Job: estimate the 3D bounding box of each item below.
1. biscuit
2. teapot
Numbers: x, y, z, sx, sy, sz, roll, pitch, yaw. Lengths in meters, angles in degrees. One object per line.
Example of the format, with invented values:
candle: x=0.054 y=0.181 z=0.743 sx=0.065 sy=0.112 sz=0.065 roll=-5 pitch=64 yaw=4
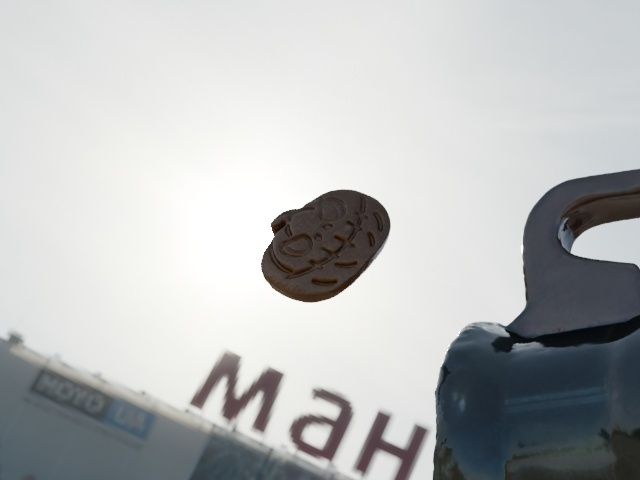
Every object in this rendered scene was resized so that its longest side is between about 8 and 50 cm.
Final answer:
biscuit: x=0.000 y=0.000 z=0.829 sx=0.078 sy=0.091 sz=0.015 roll=26 pitch=-29 yaw=29
teapot: x=0.259 y=0.114 z=0.799 sx=0.361 sy=0.376 sz=0.305 roll=-10 pitch=-30 yaw=20
